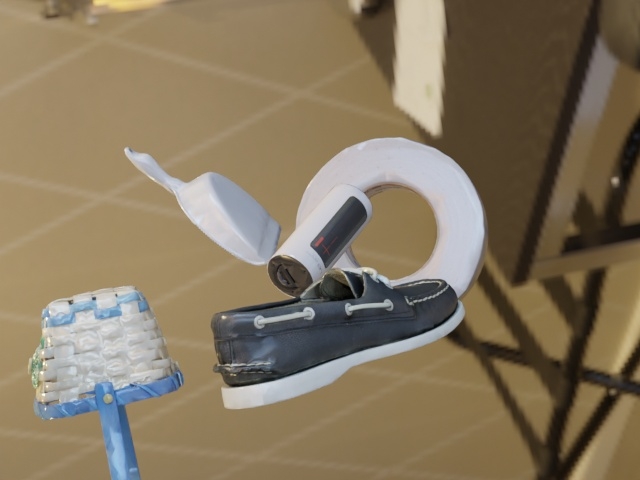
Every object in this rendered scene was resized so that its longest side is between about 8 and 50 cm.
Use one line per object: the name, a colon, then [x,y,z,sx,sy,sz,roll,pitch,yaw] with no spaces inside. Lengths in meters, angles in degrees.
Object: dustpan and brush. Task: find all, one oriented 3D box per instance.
dustpan and brush: [-0.145,-0.051,1.773,0.211,0.060,0.147,46,-163,-13]

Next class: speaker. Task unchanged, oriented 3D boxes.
speaker: [0.000,0.000,1.508,0.055,0.136,0.055,19,132,22]

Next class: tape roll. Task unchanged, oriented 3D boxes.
tape roll: [0.083,-0.008,1.703,0.072,0.219,0.219,15,-117,-80]

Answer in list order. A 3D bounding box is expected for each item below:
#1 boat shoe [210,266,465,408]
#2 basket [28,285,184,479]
boat shoe: [0.023,0.070,1.364,0.114,0.302,0.091,-8,98,41]
basket: [-0.282,0.210,1.974,0.255,0.201,0.289,157,98,-82]
